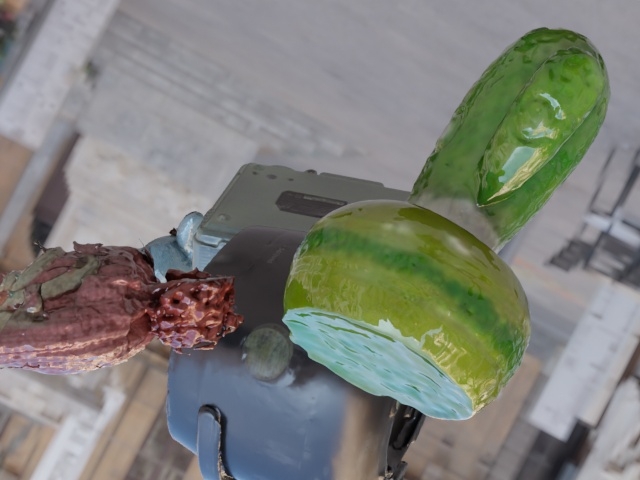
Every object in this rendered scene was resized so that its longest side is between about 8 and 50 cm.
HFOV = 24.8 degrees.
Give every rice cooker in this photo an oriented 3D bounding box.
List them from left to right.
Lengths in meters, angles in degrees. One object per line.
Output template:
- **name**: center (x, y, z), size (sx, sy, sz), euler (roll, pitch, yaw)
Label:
- **rice cooker**: center (-0.009, 0.126, 1.410), size (0.224, 0.267, 0.267), euler (19, 177, 15)

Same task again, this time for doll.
- **doll**: center (-0.167, 0.003, 1.864), size (0.075, 0.180, 0.120), euler (26, 157, 42)

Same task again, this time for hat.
- **hat**: center (-0.205, 0.051, 1.160), size (0.286, 0.107, 0.237), euler (-4, -163, 4)

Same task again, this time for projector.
- **projector**: center (0.000, 0.000, 1.670), size (0.256, 0.099, 0.192), euler (10, -150, 12)

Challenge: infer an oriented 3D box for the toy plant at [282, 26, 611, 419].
- **toy plant**: center (0.115, -0.036, 1.108), size (0.184, 0.316, 0.224), euler (33, 159, -7)
